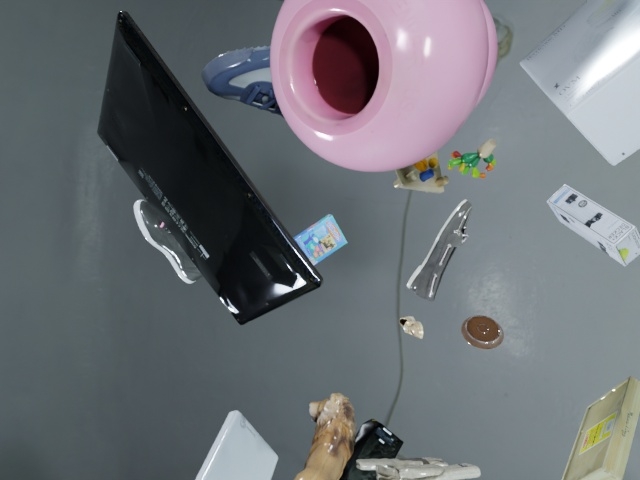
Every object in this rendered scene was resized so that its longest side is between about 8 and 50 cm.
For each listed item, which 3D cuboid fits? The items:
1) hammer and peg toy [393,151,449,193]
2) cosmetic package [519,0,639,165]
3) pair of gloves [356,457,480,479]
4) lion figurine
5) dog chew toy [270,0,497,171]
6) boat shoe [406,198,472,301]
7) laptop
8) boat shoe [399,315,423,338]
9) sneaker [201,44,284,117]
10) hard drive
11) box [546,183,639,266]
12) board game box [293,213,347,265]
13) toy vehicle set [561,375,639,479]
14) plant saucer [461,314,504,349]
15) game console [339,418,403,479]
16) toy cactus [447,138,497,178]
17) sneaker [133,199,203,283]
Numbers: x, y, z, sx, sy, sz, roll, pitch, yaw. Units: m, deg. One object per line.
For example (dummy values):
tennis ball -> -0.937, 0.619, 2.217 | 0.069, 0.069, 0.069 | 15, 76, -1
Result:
hammer and peg toy -> 0.370, -0.327, 1.860 | 0.127, 0.361, 0.266 | -25, 68, 53
cosmetic package -> 0.471, -0.281, 0.682 | 0.224, 0.138, 0.224 | -43, 26, 31
pair of gloves -> 0.196, 0.491, 0.939 | 0.204, 0.240, 0.042 | 4, 69, -11
lion figurine -> -0.006, 0.543, 1.030 | 0.142, 0.392, 0.240 | 19, 105, 5
dog chew toy -> 0.096, -0.198, 0.491 | 0.207, 0.332, 0.206 | 14, 117, 29
boat shoe -> 0.385, 0.037, 1.348 | 0.095, 0.112, 0.335 | 36, 115, 21
laptop -> -0.138, -0.090, 0.719 | 0.382, 0.236, 0.408 | 53, 144, -2
boat shoe -> 0.346, 0.334, 1.699 | 0.059, 0.170, 0.063 | 0, 95, -7
sneaker -> -0.036, -0.245, 0.761 | 0.112, 0.319, 0.131 | -27, 73, 62
hard drive -> -0.252, 0.710, 1.281 | 0.047, 0.353, 0.233 | -27, 108, 24
box -> 0.938, -0.056, 1.520 | 0.087, 0.169, 0.290 | -46, 41, 11
board game box -> 0.000, 0.000, 2.060 | 0.210, 0.047, 0.160 | -34, 108, -11
toy vehicle set -> 0.613, 0.432, 0.965 | 0.035, 0.267, 0.166 | 35, 139, 21
plant saucer -> 0.667, 0.368, 1.822 | 0.168, 0.168, 0.029 | 23, 139, 29
game console -> 0.224, 0.726, 1.322 | 0.361, 0.044, 0.213 | 41, 65, -2
toy cactus -> 0.576, -0.309, 1.625 | 0.180, 0.219, 0.112 | 125, 145, -56
sneaker -> -0.391, -0.014, 1.265 | 0.147, 0.104, 0.295 | -21, 120, 18
